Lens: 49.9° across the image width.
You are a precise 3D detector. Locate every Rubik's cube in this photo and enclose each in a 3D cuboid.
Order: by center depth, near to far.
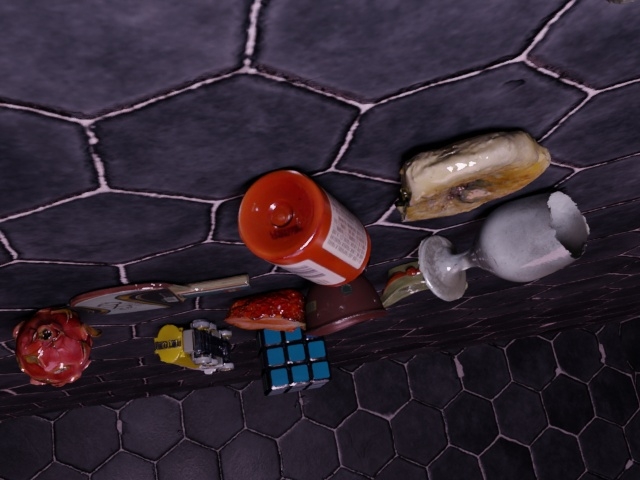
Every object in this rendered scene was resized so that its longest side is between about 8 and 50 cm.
[{"bbox_3d":[-0.071,0.294,1.730,0.160,0.162,0.163,-8,163,-11],"label":"Rubik's cube"}]

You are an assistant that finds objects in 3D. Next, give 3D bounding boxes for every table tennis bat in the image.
[{"bbox_3d":[-0.268,0.092,1.168,0.301,0.022,0.173,-8,164,-2],"label":"table tennis bat"}]

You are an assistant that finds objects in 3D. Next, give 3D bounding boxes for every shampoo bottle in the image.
[{"bbox_3d":[0.000,0.000,0.866,0.104,0.104,0.278,-15,163,16],"label":"shampoo bottle"}]

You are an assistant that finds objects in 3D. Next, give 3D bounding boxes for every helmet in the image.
[{"bbox_3d":[0.033,0.109,1.255,0.155,0.106,0.175,-11,163,-17],"label":"helmet"}]

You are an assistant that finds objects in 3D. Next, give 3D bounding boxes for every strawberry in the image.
[{"bbox_3d":[-0.097,0.138,1.331,0.187,0.082,0.146,2,155,-18],"label":"strawberry"}]

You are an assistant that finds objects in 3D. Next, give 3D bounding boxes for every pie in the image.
[{"bbox_3d":[0.178,-0.076,0.820,0.185,0.052,0.218,-17,166,2],"label":"pie"}]

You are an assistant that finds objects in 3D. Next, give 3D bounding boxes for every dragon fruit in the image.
[{"bbox_3d":[-0.450,0.174,1.155,0.133,0.136,0.166,31,154,5],"label":"dragon fruit"}]

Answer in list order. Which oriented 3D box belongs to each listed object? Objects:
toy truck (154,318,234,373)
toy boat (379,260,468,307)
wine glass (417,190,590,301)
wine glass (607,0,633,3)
[{"bbox_3d":[-0.275,0.237,1.528,0.114,0.098,0.227,-10,162,11],"label":"toy truck"},{"bbox_3d":[0.186,0.079,1.318,0.185,0.071,0.089,-14,164,15],"label":"toy boat"},{"bbox_3d":[0.275,0.012,1.053,0.126,0.127,0.241,4,160,-41],"label":"wine glass"},{"bbox_3d":[0.261,-0.195,0.367,0.230,0.103,0.103,-10,164,-8],"label":"wine glass"}]
